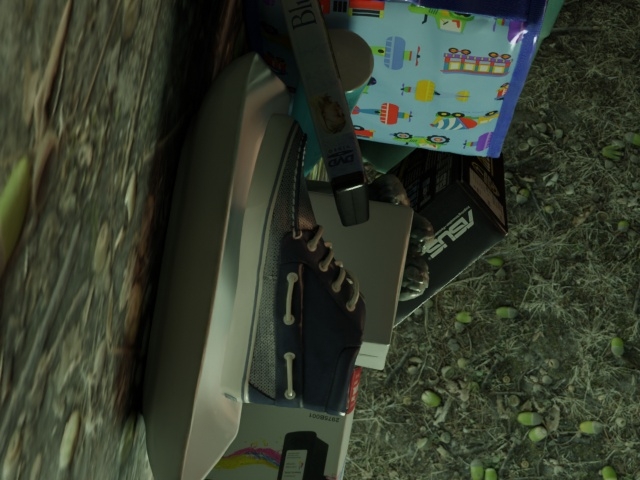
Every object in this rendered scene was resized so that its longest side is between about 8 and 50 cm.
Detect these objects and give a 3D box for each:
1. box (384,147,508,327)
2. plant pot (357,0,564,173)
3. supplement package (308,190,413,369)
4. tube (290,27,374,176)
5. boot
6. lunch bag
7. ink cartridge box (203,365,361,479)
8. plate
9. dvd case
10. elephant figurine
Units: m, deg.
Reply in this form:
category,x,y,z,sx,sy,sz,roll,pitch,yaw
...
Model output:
category,x,y,z,sx,sy,sz,roll,pitch,yaw
box,0.082,0.004,1.607,0.318,0.097,0.395,-38,-171,15
plant pot,0.161,-0.263,1.910,0.341,0.341,0.334,-63,170,-79
supplement package,0.008,0.034,0.999,0.179,0.105,0.105,83,17,-78
tube,0.000,-0.098,1.040,0.080,0.052,0.207,-50,174,-21
boot,-0.008,0.017,0.837,0.069,0.086,0.190,-64,163,-77
lunch bag,0.058,-0.166,1.057,0.293,0.221,0.138,61,38,-85
ink cartridge box,-0.040,0.185,1.158,0.072,0.127,0.175,-7,106,-85
plate,-0.071,0.019,0.896,0.278,0.045,0.277,-20,120,-87
dvd case,-0.012,-0.139,0.789,0.180,0.022,0.253,69,6,-84
elephant figurine,0.000,0.000,1.262,0.239,0.186,0.169,1,62,-61
